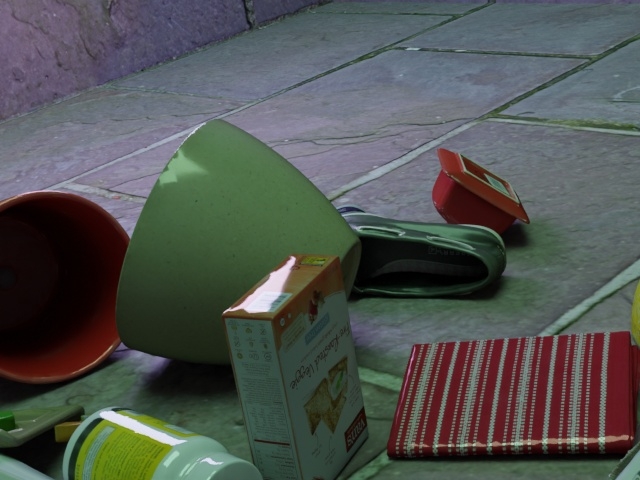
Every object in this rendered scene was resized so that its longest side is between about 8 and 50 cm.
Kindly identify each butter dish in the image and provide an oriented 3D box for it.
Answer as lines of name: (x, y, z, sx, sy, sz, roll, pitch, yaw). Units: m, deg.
butter dish: (0.230, -0.052, 1.833, 0.160, 0.118, 0.160, 29, 17, -10)

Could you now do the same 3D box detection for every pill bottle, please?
pill bottle: (-0.165, 0.253, 1.232, 0.208, 0.119, 0.119, 10, 29, 42)

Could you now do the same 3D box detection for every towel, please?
towel: (0.224, 0.178, 1.338, 0.274, 0.031, 0.199, -5, 31, 18)

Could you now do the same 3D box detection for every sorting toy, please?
sorting toy: (-0.376, 0.218, 1.407, 0.307, 0.041, 0.229, -6, -2, 11)

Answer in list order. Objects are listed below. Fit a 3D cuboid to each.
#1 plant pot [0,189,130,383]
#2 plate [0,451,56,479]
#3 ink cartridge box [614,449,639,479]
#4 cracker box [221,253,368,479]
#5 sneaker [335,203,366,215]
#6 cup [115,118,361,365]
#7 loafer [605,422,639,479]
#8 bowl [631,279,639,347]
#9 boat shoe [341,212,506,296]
plant pot: (-0.430, 0.058, 1.692, 0.275, 0.275, 0.243, -23, 14, -28)
plate: (-0.361, 0.323, 1.166, 0.278, 0.045, 0.277, 9, 42, 42)
ink cartridge box: (0.285, 0.270, 0.753, 0.166, 0.286, 0.395, 7, 27, 38)
cracker box: (-0.021, 0.150, 1.267, 0.067, 0.232, 0.156, 3, 25, 27)
sneaker: (0.000, 0.000, 1.846, 0.223, 0.083, 0.098, -21, 29, -28)
cup: (-0.085, 0.035, 1.550, 0.237, 0.331, 0.331, 22, 30, 11)
loafer: (0.353, 0.221, 1.100, 0.366, 0.134, 0.130, -19, -2, -46)
bowl: (0.516, 0.036, 1.412, 0.289, 0.156, 0.289, -10, 22, 4)
boat shoe: (0.099, 0.025, 1.693, 0.335, 0.112, 0.095, -1, 19, 15)
